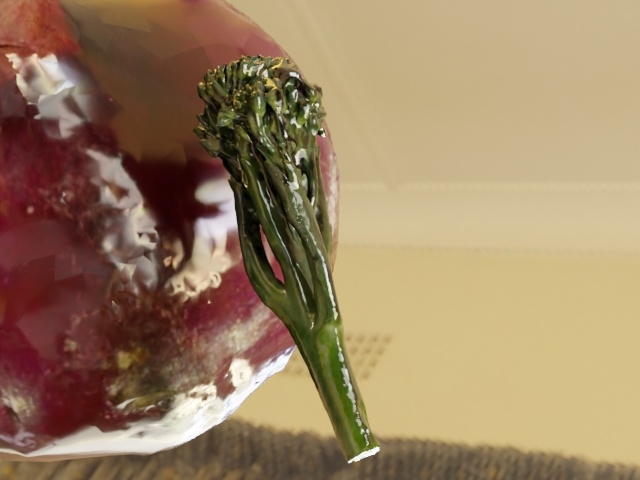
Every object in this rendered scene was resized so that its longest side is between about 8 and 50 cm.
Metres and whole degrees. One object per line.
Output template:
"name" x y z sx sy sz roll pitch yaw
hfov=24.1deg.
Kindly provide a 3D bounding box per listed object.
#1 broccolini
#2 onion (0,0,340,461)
"broccolini" -0.019 0.007 0.711 0.068 0.202 0.091 -7 -19 -7
"onion" -0.167 -0.052 0.856 0.348 0.347 0.385 20 -27 19
